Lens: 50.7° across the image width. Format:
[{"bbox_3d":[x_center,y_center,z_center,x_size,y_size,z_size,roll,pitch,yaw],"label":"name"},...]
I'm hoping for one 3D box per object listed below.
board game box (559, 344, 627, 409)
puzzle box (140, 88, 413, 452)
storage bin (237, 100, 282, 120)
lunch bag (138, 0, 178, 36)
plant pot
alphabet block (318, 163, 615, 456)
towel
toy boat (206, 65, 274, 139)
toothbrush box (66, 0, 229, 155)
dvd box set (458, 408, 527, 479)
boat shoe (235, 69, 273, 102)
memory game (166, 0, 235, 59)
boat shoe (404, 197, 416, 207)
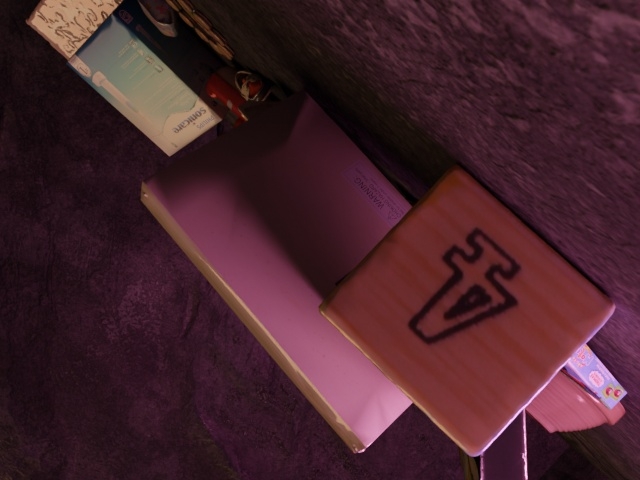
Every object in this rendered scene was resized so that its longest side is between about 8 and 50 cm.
[{"bbox_3d":[0.304,0.125,0.920,0.211,0.039,0.160,45,180,-28],"label":"board game box"},{"bbox_3d":[0.006,0.020,0.850,0.409,0.272,0.052,49,150,9],"label":"puzzle box"},{"bbox_3d":[-0.069,-0.050,1.095,0.123,0.262,0.260,-15,-125,-40],"label":"storage bin"},{"bbox_3d":[-0.293,-0.422,1.249,0.083,0.053,0.071,53,177,-1],"label":"lunch bag"},{"bbox_3d":[0.377,0.243,1.135,0.237,0.110,0.237,42,179,1],"label":"plant pot"},{"bbox_3d":[0.138,0.069,0.693,0.197,0.193,0.192,43,178,9],"label":"alphabet block"},{"bbox_3d":[-0.461,-0.456,1.518,0.332,0.053,0.317,42,139,-23],"label":"towel"},{"bbox_3d":[-0.141,-0.207,1.280,0.231,0.151,0.151,43,-177,12],"label":"toy boat"},{"bbox_3d":[-0.349,-0.351,1.438,0.295,0.126,0.216,43,138,-22],"label":"toothbrush box"},{"bbox_3d":[0.254,0.262,1.049,0.420,0.062,0.308,-35,-57,-81],"label":"dvd box set"},{"bbox_3d":[-0.116,-0.260,1.144,0.043,0.049,0.137,40,-173,-26],"label":"boat shoe"},{"bbox_3d":[-0.216,-0.377,1.154,0.186,0.012,0.186,43,179,1],"label":"memory game"},{"bbox_3d":[0.132,-0.013,1.051,0.073,0.080,0.223,49,177,29],"label":"boat shoe"}]
